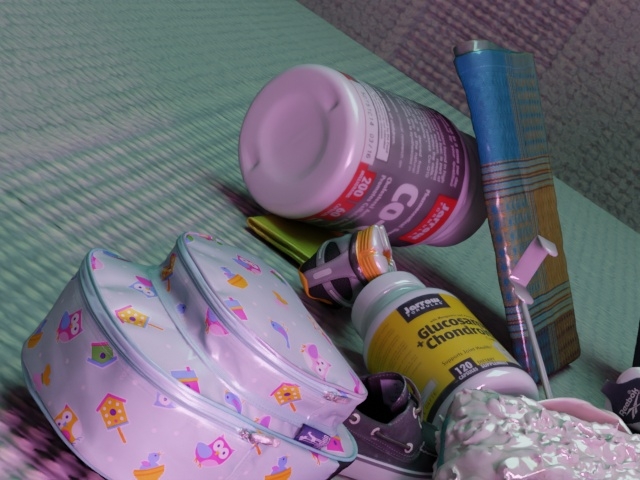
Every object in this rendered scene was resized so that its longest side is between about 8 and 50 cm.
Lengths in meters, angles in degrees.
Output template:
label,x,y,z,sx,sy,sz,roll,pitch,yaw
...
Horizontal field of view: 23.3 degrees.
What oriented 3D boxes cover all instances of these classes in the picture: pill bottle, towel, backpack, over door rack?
label,x,y,z,sx,sy,sz,roll,pitch,yaw
pill bottle,0.100,0.105,1.333,0.103,0.103,0.184,22,18,-39
towel,0.224,-0.034,1.739,0.040,0.370,0.271,-9,-1,21
backpack,-0.078,0.081,0.937,0.188,0.144,0.166,17,26,-41
over door rack,0.270,0.177,1.410,0.239,0.108,0.324,30,35,-17
pill bottle,0.060,-0.080,1.674,0.283,0.161,0.161,15,23,-49
towel,0.000,0.000,1.651,0.102,0.021,0.237,33,13,13

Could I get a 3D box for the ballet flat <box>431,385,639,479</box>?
label,x,y,z,sx,sy,sz,roll,pitch,yaw
ballet flat,0.264,0.190,1.204,0.409,0.147,0.147,16,20,-25

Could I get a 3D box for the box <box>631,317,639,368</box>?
label,x,y,z,sx,sy,sz,roll,pitch,yaw
box,0.677,0.134,1.778,0.471,0.297,0.480,1,23,-12

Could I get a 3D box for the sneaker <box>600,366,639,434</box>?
label,x,y,z,sx,sy,sz,roll,pitch,yaw
sneaker,0.368,0.202,1.640,0.153,0.094,0.235,31,14,-6

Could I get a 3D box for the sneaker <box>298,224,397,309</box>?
label,x,y,z,sx,sy,sz,roll,pitch,yaw
sneaker,0.032,0.031,1.491,0.215,0.083,0.084,48,24,-77

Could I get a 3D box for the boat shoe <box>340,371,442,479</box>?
label,x,y,z,sx,sy,sz,roll,pitch,yaw
boat shoe,0.037,0.131,1.161,0.228,0.076,0.080,22,18,-39
